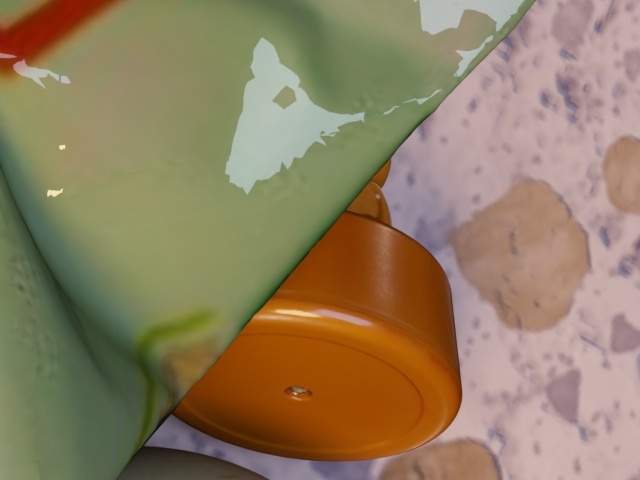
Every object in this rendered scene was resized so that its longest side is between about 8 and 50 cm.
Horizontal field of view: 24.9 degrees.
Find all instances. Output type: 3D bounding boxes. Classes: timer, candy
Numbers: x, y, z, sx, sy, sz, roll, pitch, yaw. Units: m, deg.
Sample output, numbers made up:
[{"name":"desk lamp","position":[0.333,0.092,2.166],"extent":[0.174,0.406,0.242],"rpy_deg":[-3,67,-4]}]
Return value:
[{"name":"timer","position":[0.000,0.000,0.624],"extent":[0.132,0.132,0.152],"rpy_deg":[22,55,-20]},{"name":"candy","position":[-0.065,-0.065,0.523],"extent":[0.398,0.263,0.172],"rpy_deg":[-50,147,-21]}]

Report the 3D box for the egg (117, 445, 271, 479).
[{"name":"egg","position":[-0.062,0.156,0.559],"extent":[0.192,0.149,0.149],"rpy_deg":[16,82,-30]}]
